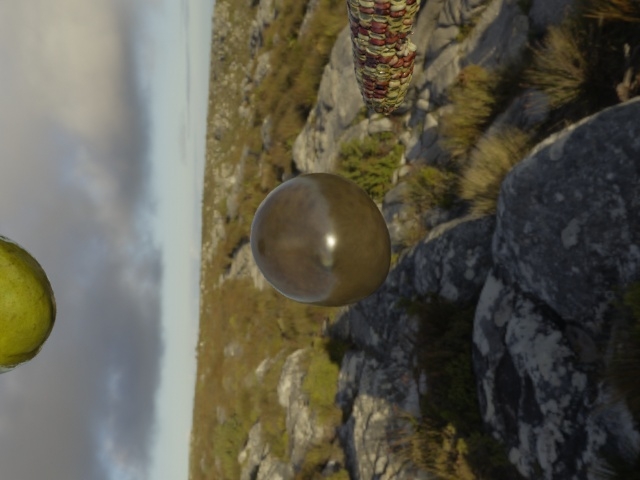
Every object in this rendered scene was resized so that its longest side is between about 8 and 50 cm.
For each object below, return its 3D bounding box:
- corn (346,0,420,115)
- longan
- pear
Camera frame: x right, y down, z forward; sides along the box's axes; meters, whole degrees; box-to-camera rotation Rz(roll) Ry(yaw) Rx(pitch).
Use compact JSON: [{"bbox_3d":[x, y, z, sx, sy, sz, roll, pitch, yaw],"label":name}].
[{"bbox_3d":[0.083,-0.286,0.738,0.290,0.098,0.098,77,-176,-55],"label":"corn"},{"bbox_3d":[0.000,0.000,1.025,0.258,0.257,0.258,180,90,-78],"label":"longan"},{"bbox_3d":[-0.662,0.115,1.108,0.253,0.252,0.307,-114,3,-62],"label":"pear"}]
